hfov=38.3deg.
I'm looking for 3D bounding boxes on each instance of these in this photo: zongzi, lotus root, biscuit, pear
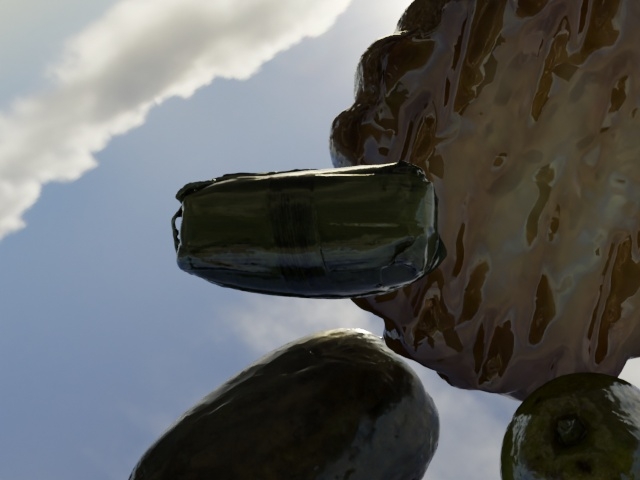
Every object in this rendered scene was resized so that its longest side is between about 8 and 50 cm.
[{"bbox_3d":[0.000,0.000,0.393,0.104,0.052,0.113,0,174,11],"label":"zongzi"},{"bbox_3d":[-0.036,0.180,0.732,0.275,0.152,0.160,-39,-153,-16],"label":"lotus root"},{"bbox_3d":[0.151,-0.045,0.675,0.326,0.325,0.107,-35,-161,-11],"label":"biscuit"},{"bbox_3d":[0.154,0.127,0.519,0.107,0.131,0.107,-11,-129,14],"label":"pear"}]
